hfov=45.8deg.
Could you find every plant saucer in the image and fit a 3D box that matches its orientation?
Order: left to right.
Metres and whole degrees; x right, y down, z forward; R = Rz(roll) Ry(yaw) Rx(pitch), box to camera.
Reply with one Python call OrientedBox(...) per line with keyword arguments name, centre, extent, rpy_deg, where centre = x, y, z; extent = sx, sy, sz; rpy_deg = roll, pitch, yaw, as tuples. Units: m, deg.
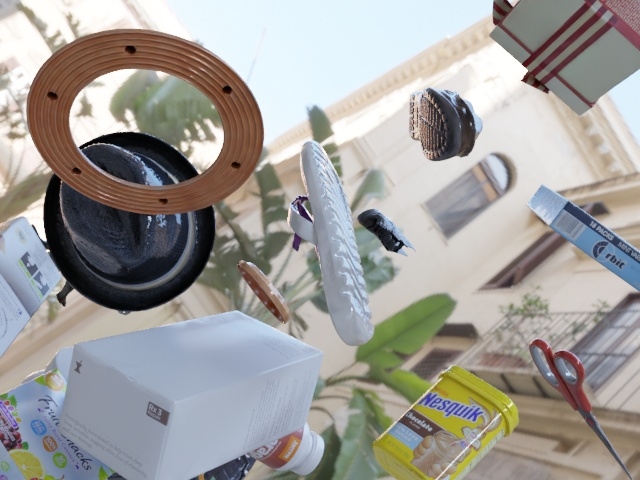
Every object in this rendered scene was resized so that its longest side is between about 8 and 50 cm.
OrientedBox(name="plant saucer", centre=(-0.060, 0.054, 0.820), extent=(0.083, 0.013, 0.083), rpy_deg=(48, -14, 16))

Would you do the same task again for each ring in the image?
OrientedBox(name="ring", centre=(-0.250, -0.164, 1.104), extent=(0.336, 0.337, 0.032), rpy_deg=(78, 6, -47))

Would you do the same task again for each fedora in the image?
OrientedBox(name="fedora", centre=(-0.345, -0.047, 1.299), extent=(0.334, 0.334, 0.152), rpy_deg=(50, -5, 10))

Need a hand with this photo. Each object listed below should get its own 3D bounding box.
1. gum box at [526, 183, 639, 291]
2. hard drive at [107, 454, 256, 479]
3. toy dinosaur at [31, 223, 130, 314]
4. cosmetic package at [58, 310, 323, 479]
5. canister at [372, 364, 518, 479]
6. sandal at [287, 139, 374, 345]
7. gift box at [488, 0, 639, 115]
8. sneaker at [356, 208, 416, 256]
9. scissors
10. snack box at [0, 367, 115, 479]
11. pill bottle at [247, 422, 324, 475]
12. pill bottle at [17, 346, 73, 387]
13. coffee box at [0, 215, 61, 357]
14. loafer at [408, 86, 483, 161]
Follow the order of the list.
OrientedBox(name="gum box", centre=(0.350, -0.003, 0.973), extent=(0.157, 0.041, 0.184), rpy_deg=(35, 13, -1))
OrientedBox(name="hard drive", centre=(-0.273, 0.468, 1.582), extent=(0.064, 0.339, 0.236), rpy_deg=(-16, -71, 31))
OrientedBox(name="toy dinosaur", centre=(-0.471, 0.032, 1.488), extent=(0.121, 0.160, 0.313), rpy_deg=(58, -9, 42))
OrientedBox(name="cosmetic package", centre=(-0.193, 0.240, 1.222), extent=(0.217, 0.385, 0.156), rpy_deg=(22, -74, 32))
OrientedBox(name="canister", centre=(0.170, 0.266, 1.042), extent=(0.126, 0.170, 0.073), rpy_deg=(28, -35, 40))
OrientedBox(name="sandal", centre=(-0.006, -0.009, 1.257), extent=(0.169, 0.102, 0.416), rpy_deg=(57, 17, -46))
OrientedBox(name="gift box", centre=(0.462, -0.413, 1.307), extent=(0.276, 0.255, 0.258), rpy_deg=(46, -17, 2))
OrientedBox(name="sneaker", centre=(0.155, -0.015, 1.774), extent=(0.170, 0.051, 0.089), rpy_deg=(20, 37, -54))
OrientedBox(name="scissors", centre=(0.446, 0.289, 1.294), extent=(0.297, 0.021, 0.109), rpy_deg=(59, -23, -18))
OrientedBox(name="snack box", centre=(-0.448, 0.333, 1.230), extent=(0.070, 0.174, 0.207), rpy_deg=(-37, -96, 26))
OrientedBox(name="pill bottle", centre=(-0.101, 0.400, 1.569), extent=(0.216, 0.121, 0.121), rpy_deg=(36, -13, -24))
OrientedBox(name="pill bottle", centre=(-0.521, 0.359, 1.437), extent=(0.176, 0.318, 0.176), rpy_deg=(34, 16, -11))
OrientedBox(name="coffee box", centre=(-0.407, 0.076, 0.836), extent=(0.246, 0.141, 0.098), rpy_deg=(-91, 159, -68))
OrientedBox(name="loafer", centre=(0.257, -0.242, 1.486), extent=(0.366, 0.130, 0.133), rpy_deg=(-96, -176, -72))
